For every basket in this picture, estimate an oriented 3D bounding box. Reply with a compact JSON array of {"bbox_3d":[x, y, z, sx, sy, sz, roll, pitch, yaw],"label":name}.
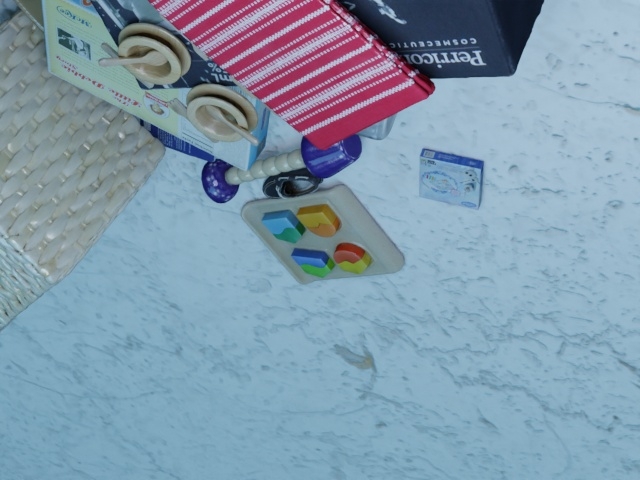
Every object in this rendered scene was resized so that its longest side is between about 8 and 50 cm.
[{"bbox_3d":[-0.455,-0.099,2.065,0.328,0.331,0.266,46,141,-13],"label":"basket"}]

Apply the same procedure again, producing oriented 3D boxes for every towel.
[{"bbox_3d":[-0.032,-0.208,1.488,0.275,0.031,0.199,40,145,-22],"label":"towel"}]

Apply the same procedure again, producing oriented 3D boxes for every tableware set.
[{"bbox_3d":[-0.154,-0.170,1.601,0.194,0.039,0.128,40,143,-28],"label":"tableware set"}]

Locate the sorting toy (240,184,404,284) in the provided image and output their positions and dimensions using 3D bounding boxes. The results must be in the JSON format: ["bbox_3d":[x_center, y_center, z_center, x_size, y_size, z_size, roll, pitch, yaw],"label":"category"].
[{"bbox_3d":[0.000,0.000,2.222,0.208,0.038,0.193,-11,132,38],"label":"sorting toy"}]

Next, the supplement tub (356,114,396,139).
[{"bbox_3d":[0.011,-0.211,1.878,0.190,0.117,0.117,17,144,9],"label":"supplement tub"}]

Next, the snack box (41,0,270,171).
[{"bbox_3d":[-0.217,-0.228,1.876,0.322,0.060,0.187,27,150,8],"label":"snack box"}]

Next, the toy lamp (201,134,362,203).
[{"bbox_3d":[-0.057,-0.112,2.075,0.275,0.080,0.080,-15,130,40],"label":"toy lamp"}]

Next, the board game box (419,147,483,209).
[{"bbox_3d":[0.186,-0.087,2.022,0.090,0.020,0.090,13,143,13],"label":"board game box"}]

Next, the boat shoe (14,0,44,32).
[{"bbox_3d":[-0.425,-0.382,1.903,0.122,0.110,0.341,-4,137,33],"label":"boat shoe"}]

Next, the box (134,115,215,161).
[{"bbox_3d":[-0.252,-0.201,2.103,0.225,0.036,0.136,21,145,8],"label":"box"}]

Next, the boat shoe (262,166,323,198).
[{"bbox_3d":[-0.045,-0.083,2.140,0.125,0.038,0.046,-13,131,40],"label":"boat shoe"}]

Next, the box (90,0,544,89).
[{"bbox_3d":[-0.041,-0.428,1.484,0.480,0.297,0.471,1,141,28],"label":"box"}]
